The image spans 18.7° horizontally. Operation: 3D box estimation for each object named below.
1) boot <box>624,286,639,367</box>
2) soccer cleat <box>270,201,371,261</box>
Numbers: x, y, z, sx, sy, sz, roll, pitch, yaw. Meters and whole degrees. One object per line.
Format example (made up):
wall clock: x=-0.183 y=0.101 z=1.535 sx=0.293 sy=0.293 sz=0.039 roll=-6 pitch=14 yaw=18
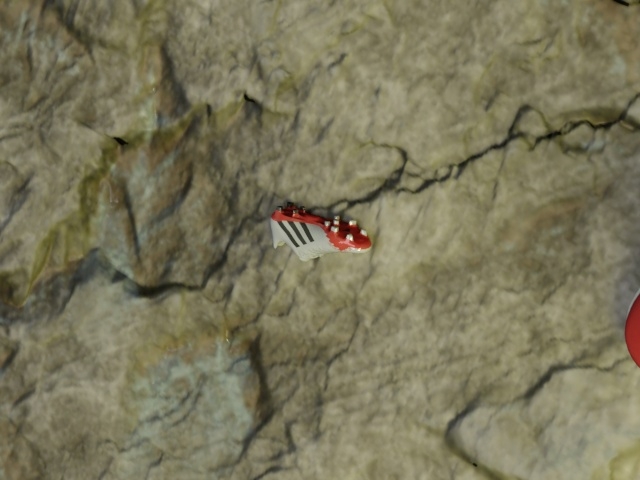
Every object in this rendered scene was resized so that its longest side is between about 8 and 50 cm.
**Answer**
boot: x=0.219 y=0.053 z=1.075 sx=0.088 sy=0.176 sz=0.244 roll=54 pitch=145 yaw=-1
soccer cleat: x=0.000 y=0.000 z=1.325 sx=0.083 sy=0.029 sz=0.036 roll=19 pitch=115 yaw=32
